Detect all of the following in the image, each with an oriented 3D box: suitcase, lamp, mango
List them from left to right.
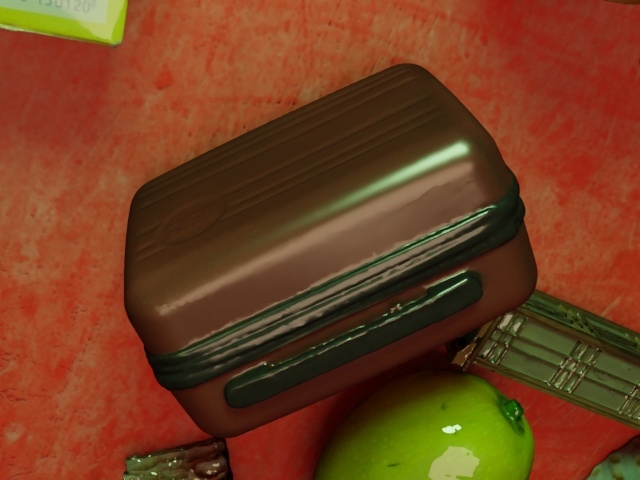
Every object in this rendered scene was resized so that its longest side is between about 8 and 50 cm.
[{"bbox_3d":[0.000,0.000,0.696,0.297,0.236,0.161,-24,117,3],"label":"suitcase"},{"bbox_3d":[0.076,0.270,0.883,0.192,0.156,0.343,21,116,-9],"label":"mango"},{"bbox_3d":[0.272,0.122,0.883,0.325,0.090,0.089,22,110,-18],"label":"lamp"}]

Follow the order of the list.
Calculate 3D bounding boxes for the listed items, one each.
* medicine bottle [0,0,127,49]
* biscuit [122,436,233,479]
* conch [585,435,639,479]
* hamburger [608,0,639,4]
[{"bbox_3d":[-0.184,-0.271,0.591,0.141,0.137,0.250,9,113,-13],"label":"medicine bottle"},{"bbox_3d":[-0.130,0.319,0.919,0.106,0.070,0.252,-11,117,-5],"label":"biscuit"},{"bbox_3d":[0.431,0.366,0.964,0.319,0.215,0.303,-32,106,5],"label":"conch"},{"bbox_3d":[0.236,-0.289,0.602,0.276,0.237,0.276,-3,116,-5],"label":"hamburger"}]
